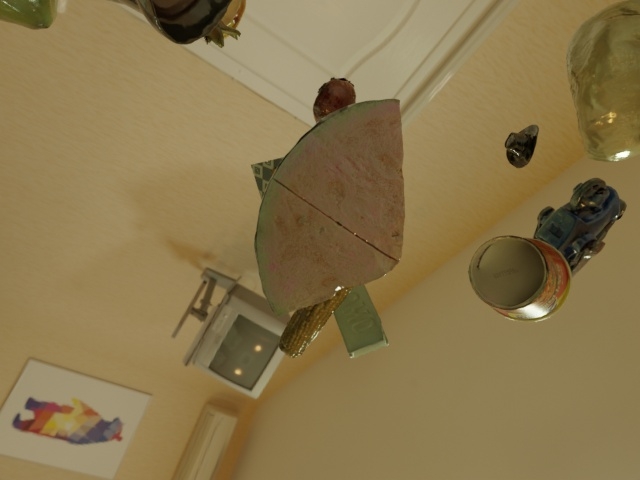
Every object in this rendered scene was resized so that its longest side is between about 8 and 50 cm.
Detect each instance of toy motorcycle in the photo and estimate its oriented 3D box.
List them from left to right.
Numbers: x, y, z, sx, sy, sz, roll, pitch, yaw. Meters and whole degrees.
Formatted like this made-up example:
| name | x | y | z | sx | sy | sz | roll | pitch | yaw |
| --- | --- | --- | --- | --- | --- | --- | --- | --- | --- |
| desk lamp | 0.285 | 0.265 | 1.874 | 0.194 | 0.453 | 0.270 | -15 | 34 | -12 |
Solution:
| name | x | y | z | sx | sy | sz | roll | pitch | yaw |
| --- | --- | --- | --- | --- | --- | --- | --- | --- | --- |
| toy motorcycle | 0.722 | -0.040 | 1.155 | 0.241 | 0.182 | 0.319 | -24 | 143 | -48 |

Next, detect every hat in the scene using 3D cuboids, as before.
| name | x | y | z | sx | sy | sz | roll | pitch | yaw |
| --- | --- | --- | --- | --- | --- | --- | --- | --- | --- |
| hat | 0.490 | -0.239 | 0.995 | 0.121 | 0.050 | 0.121 | -165 | -90 | -82 |

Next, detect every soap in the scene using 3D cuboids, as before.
| name | x | y | z | sx | sy | sz | roll | pitch | yaw |
| --- | --- | --- | --- | --- | --- | --- | --- | --- | --- |
| soap | 0.097 | 0.208 | 1.095 | 0.115 | 0.063 | 0.198 | -23 | -125 | -1 |

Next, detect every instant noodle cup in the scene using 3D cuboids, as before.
| name | x | y | z | sx | sy | sz | roll | pitch | yaw |
| --- | --- | --- | --- | --- | --- | --- | --- | --- | --- |
| instant noodle cup | 0.447 | 0.081 | 0.924 | 0.213 | 0.174 | 0.213 | -10 | -106 | 36 |

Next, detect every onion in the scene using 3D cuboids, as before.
| name | x | y | z | sx | sy | sz | roll | pitch | yaw |
| --- | --- | --- | --- | --- | --- | --- | --- | --- | --- |
| onion | 0.062 | -0.457 | 1.377 | 0.184 | 0.147 | 0.184 | -47 | 168 | -13 |

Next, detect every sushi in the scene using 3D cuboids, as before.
| name | x | y | z | sx | sy | sz | roll | pitch | yaw |
| --- | --- | --- | --- | --- | --- | --- | --- | --- | --- |
| sushi | -0.130 | -0.132 | 1.376 | 0.264 | 0.289 | 0.050 | -2 | -158 | 40 |

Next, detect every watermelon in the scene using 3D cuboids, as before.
| name | x | y | z | sx | sy | sz | roll | pitch | yaw |
| --- | --- | --- | --- | --- | --- | --- | --- | --- | --- |
| watermelon | 0.013 | -0.066 | 0.758 | 0.222 | 0.292 | 0.319 | -127 | -155 | -81 |

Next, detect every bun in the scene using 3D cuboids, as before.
| name | x | y | z | sx | sy | sz | roll | pitch | yaw |
| --- | --- | --- | --- | --- | --- | --- | --- | --- | --- |
| bun | 0.514 | -0.267 | 0.672 | 0.160 | 0.259 | 0.259 | -8 | -126 | 41 |

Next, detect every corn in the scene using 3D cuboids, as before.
| name | x | y | z | sx | sy | sz | roll | pitch | yaw |
| --- | --- | --- | --- | --- | --- | --- | --- | --- | --- |
| corn | -0.002 | 0.152 | 0.969 | 0.288 | 0.086 | 0.086 | -54 | -160 | 1 |

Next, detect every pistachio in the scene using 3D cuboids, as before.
| name | x | y | z | sx | sy | sz | roll | pitch | yaw |
| --- | --- | --- | --- | --- | --- | --- | --- | --- | --- |
| pistachio | -0.321 | -0.776 | 1.330 | 0.200 | 0.145 | 0.117 | -64 | 167 | 21 |

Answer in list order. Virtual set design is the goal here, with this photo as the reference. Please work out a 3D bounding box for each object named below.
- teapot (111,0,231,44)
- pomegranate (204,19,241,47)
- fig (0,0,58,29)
| name | x | y | z | sx | sy | sz | roll | pitch | yaw |
| --- | --- | --- | --- | --- | --- | --- | --- | --- | --- |
| teapot | -0.284 | -0.484 | 0.588 | 0.376 | 0.362 | 0.305 | -55 | 176 | -48 |
| pomegranate | -0.259 | -0.522 | 0.861 | 0.156 | 0.220 | 0.156 | -47 | -164 | 18 |
| fig | -0.610 | -0.518 | 0.729 | 0.240 | 0.271 | 0.239 | -11 | -131 | 13 |
